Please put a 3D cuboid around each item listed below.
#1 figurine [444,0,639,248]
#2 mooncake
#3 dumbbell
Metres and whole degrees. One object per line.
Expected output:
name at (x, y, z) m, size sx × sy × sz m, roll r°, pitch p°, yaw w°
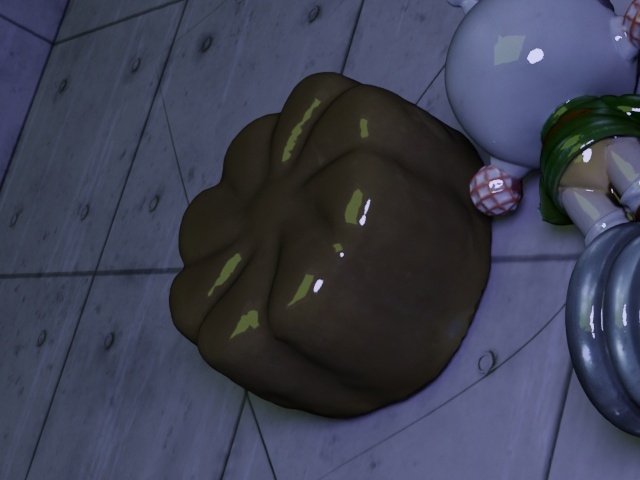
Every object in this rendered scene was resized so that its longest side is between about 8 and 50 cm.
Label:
figurine at (0.234, -0.118, 1.187) m, size 0.281 × 0.167 × 0.370 m, roll -49°, pitch 46°, yaw 27°
mooncake at (0.000, 0.000, 1.375) m, size 0.378 × 0.201 × 0.378 m, roll -30°, pitch 46°, yaw 37°
dumbbell at (0.349, 0.050, 0.898) m, size 0.406 × 0.179 × 0.179 m, roll -13°, pitch 58°, yaw 51°
